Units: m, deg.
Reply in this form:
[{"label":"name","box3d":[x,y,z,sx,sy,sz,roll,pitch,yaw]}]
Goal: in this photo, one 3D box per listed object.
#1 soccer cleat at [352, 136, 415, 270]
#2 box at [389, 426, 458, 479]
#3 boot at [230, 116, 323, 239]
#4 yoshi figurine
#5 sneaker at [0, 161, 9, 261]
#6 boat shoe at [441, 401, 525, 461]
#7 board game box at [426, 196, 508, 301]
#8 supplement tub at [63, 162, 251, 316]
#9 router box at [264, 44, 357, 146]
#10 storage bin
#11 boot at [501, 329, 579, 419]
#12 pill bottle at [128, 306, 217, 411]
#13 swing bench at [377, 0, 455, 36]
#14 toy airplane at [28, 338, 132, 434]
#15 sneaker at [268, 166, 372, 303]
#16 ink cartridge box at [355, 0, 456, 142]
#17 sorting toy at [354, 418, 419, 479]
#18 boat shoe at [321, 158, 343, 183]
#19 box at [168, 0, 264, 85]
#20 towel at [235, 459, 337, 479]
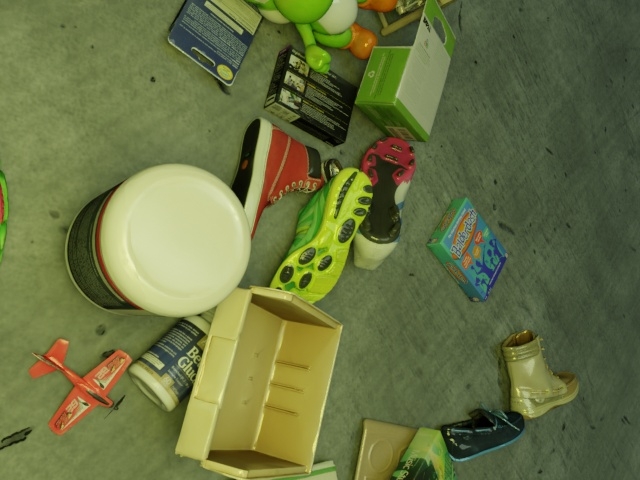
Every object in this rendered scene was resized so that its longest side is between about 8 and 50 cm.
[{"label":"soccer cleat","box3d":[0.120,-0.083,1.155,0.116,0.143,0.331,18,49,0]},{"label":"box","box3d":[0.185,0.568,1.077,0.322,0.059,0.232,-43,119,-46]},{"label":"boot","box3d":[-0.074,-0.086,1.015,0.176,0.088,0.244,25,67,-34]},{"label":"yoshi figurine","box3d":[0.010,-0.431,1.001,0.362,0.203,0.203,-7,82,-49]},{"label":"sneaker","box3d":[-0.526,-0.141,0.655,0.202,0.185,0.482,-22,95,-18]},{"label":"boat shoe","box3d":[0.389,0.437,1.285,0.258,0.109,0.088,-7,86,-39]},{"label":"board game box","box3d":[0.366,0.024,1.349,0.210,0.047,0.160,47,60,-22]},{"label":"supplement tub","box3d":[-0.237,0.009,0.762,0.191,0.272,0.191,5,82,-37]},{"label":"router box","box3d":[-0.015,-0.287,1.103,0.179,0.046,0.133,24,71,-32]},{"label":"storage bin","box3d":[-0.085,0.226,0.876,0.260,0.123,0.262,45,56,-62]},{"label":"boot","box3d":[0.579,0.332,1.447,0.262,0.095,0.203,-12,91,-33]},{"label":"pill bottle","box3d":[-0.210,0.178,0.874,0.169,0.094,0.094,-45,111,-31]},{"label":"swing bench","box3d":[0.219,-0.626,1.185,0.165,0.255,0.253,-35,105,-34]},{"label":"toy airplane","box3d":[-0.354,0.204,0.795,0.151,0.028,0.151,-4,101,-20]},{"label":"sneaker","box3d":[0.000,0.000,1.042,0.109,0.123,0.295,33,85,-17]},{"label":"ink cartridge box","box3d":[0.190,-0.365,1.171,0.189,0.097,0.255,28,78,-55]},{"label":"sorting toy","box3d":[0.141,0.489,1.140,0.193,0.038,0.208,23,67,-33]},{"label":"boat shoe","box3d":[0.041,-0.109,1.129,0.046,0.038,0.125,-26,100,-36]},{"label":"box","box3d":[-0.182,-0.399,0.996,0.136,0.037,0.225,33,64,-29]},{"label":"towel","box3d":[-0.040,0.558,0.923,0.248,0.038,0.324,8,60,-40]}]
